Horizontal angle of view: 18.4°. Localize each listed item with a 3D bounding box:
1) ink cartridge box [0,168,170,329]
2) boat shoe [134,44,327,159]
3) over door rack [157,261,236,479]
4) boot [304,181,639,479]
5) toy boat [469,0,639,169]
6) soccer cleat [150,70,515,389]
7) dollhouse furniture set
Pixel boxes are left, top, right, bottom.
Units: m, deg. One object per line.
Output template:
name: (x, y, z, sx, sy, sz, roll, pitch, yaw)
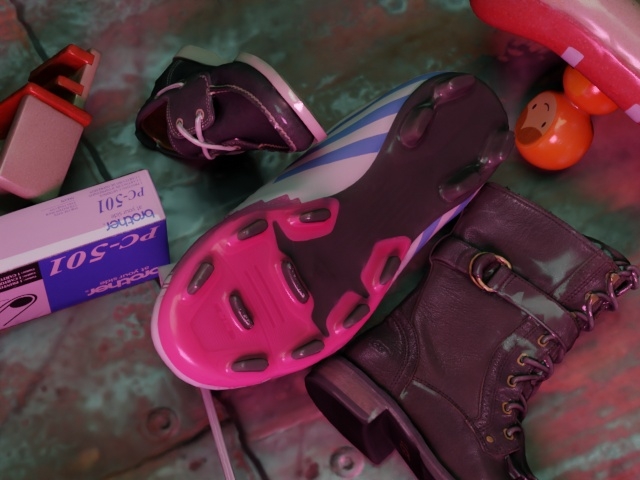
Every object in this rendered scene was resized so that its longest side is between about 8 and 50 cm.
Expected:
ink cartridge box: (-0.210, 0.019, 1.391, 0.207, 0.097, 0.046, -19, 68, -9)
boat shoe: (-0.066, -0.084, 1.389, 0.079, 0.233, 0.084, -45, 113, -13)
over door rack: (-0.158, 0.196, 1.309, 0.239, 0.108, 0.324, -14, 65, -7)
boot: (0.142, 0.091, 1.373, 0.263, 0.091, 0.229, 41, 72, 18)
toy boat: (0.199, -0.116, 1.451, 0.231, 0.151, 0.151, 41, 110, -1)
soccer cleat: (0.000, 0.000, 1.371, 0.331, 0.143, 0.116, -38, 100, -30)
dollhouse furniture set: (-0.296, -0.122, 1.385, 0.259, 0.262, 0.135, 27, 61, -27)
